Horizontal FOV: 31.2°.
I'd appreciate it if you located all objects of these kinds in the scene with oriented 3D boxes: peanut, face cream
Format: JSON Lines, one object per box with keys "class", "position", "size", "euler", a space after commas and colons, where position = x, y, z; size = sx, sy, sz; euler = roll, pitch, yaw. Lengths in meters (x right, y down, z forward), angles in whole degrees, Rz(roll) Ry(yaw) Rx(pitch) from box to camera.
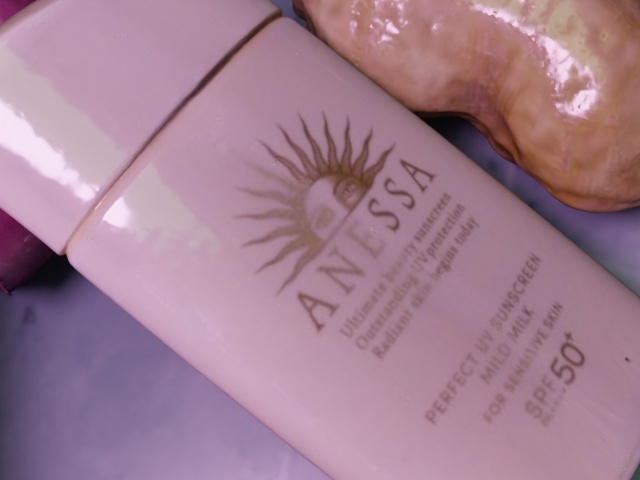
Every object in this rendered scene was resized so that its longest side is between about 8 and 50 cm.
{"class": "peanut", "position": [0.084, -0.112, 0.607], "size": [0.253, 0.122, 0.137], "euler": [29, 79, 13]}
{"class": "face cream", "position": [0.000, 0.000, 0.537], "size": [0.348, 0.081, 0.173], "euler": [40, 62, -1]}

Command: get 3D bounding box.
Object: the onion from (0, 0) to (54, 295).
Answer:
{"class": "onion", "position": [-0.225, -0.076, 0.624], "size": [0.207, 0.200, 0.200], "euler": [4, 72, 30]}
